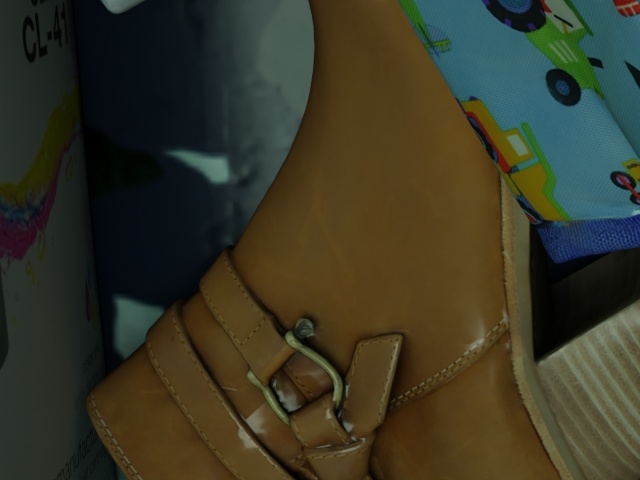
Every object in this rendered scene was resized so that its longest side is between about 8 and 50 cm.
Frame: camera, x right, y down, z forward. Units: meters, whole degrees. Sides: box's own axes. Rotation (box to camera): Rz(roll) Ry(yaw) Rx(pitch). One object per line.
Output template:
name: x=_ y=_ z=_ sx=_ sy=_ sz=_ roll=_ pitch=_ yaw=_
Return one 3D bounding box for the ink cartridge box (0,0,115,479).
ink cartridge box: x=-0.167 y=-0.001 z=0.640 sx=0.131 sy=0.226 sz=0.306 roll=0 pitch=104 yaw=9

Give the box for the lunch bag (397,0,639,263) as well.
lunch bag: x=0.150 y=-0.164 z=0.551 sx=0.293 sy=0.138 sz=0.221 roll=-38 pitch=106 yaw=-20

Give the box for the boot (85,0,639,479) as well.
boot: x=0.000 y=0.000 z=0.681 sx=0.220 sy=0.109 sz=0.283 roll=-31 pitch=102 yaw=22

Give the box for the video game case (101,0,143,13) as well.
video game case: x=-0.040 y=-0.201 z=0.604 sx=0.183 sy=0.023 sz=0.201 roll=-31 pitch=76 yaw=-6
